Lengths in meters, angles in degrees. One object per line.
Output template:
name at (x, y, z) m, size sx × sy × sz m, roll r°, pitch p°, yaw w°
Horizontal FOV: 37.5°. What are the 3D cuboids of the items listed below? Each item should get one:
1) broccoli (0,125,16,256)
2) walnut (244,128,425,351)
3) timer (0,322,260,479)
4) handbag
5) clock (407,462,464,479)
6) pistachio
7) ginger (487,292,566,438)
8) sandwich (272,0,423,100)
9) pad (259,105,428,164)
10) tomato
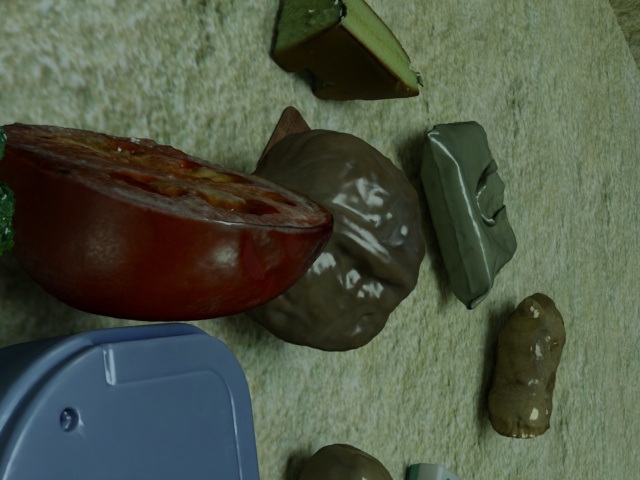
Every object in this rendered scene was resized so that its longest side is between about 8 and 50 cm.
broccoli at (-0.350, -0.025, 0.683) m, size 0.254 × 0.269 × 0.269 m, roll -7°, pitch 86°, yaw -14°
walnut at (0.002, -0.002, 1.160) m, size 0.273 × 0.273 × 0.227 m, roll 49°, pitch 7°, yaw -37°
timer at (-0.214, 0.262, 0.805) m, size 0.395 × 0.173 × 0.395 m, roll 20°, pitch 66°, yaw -54°
handbag at (0.261, -0.065, 1.682) m, size 0.253 × 0.109 × 0.316 m, roll -36°, pitch 110°, yaw -59°
clock at (0.214, 0.501, 1.439) m, size 0.231 × 0.116 × 0.262 m, roll 44°, pitch 45°, yaw -40°
pistachio at (0.042, 0.363, 1.221) m, size 0.136 × 0.135 × 0.226 m, roll -39°, pitch 120°, yaw -54°
ginger at (0.389, 0.230, 1.768) m, size 0.190 × 0.126 × 0.354 m, roll 77°, pitch 24°, yaw -43°
sandwich at (0.044, -0.281, 1.403) m, size 0.235 × 0.128 × 0.122 m, roll 35°, pitch 49°, yaw -48°
pad at (0.038, -0.119, 1.405) m, size 0.323 × 0.055 × 0.250 m, roll -54°, pitch 127°, yaw -27°
tomato at (-0.158, -0.003, 0.901) m, size 0.338 × 0.338 × 0.144 m, roll -4°, pitch 112°, yaw -57°
